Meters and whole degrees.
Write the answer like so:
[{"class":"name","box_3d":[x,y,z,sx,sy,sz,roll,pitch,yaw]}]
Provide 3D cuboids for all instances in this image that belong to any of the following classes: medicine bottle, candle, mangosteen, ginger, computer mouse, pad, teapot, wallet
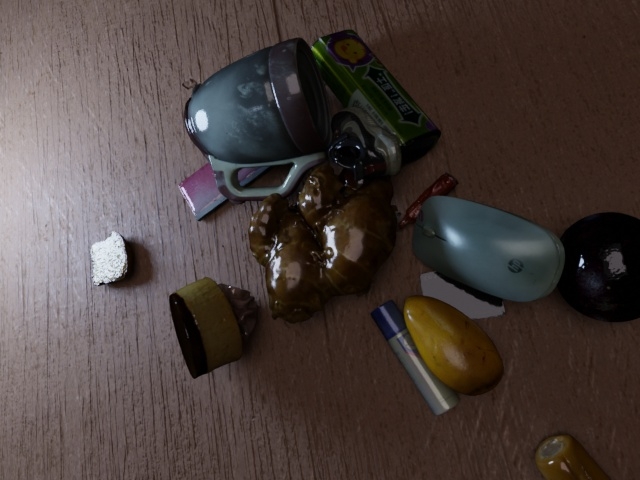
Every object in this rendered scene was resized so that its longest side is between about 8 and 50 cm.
[{"class":"medicine bottle","box_3d":[0.186,0.231,0.846,0.059,0.059,0.231,-34,73,5]},{"class":"candle","box_3d":[0.222,-0.084,0.909,0.162,0.053,0.048,-43,67,5]},{"class":"mangosteen","box_3d":[0.531,0.046,0.727,0.230,0.194,0.194,1,78,36]},{"class":"ginger","box_3d":[0.011,-0.002,0.888,0.357,0.152,0.274,-29,76,8]},{"class":"computer mouse","box_3d":[0.299,0.014,0.796,0.288,0.097,0.160,23,113,33]},{"class":"pad","box_3d":[0.292,0.111,0.874,0.157,0.003,0.112,-11,76,12]},{"class":"teapot","box_3d":[-0.140,-0.241,0.939,0.312,0.233,0.315,-11,103,18]},{"class":"wallet","box_3d":[-0.241,-0.161,1.053,0.232,0.025,0.119,-35,73,5]},{"class":"teapot","box_3d":[0.094,-0.147,0.938,0.129,0.078,0.098,-19,74,10]}]

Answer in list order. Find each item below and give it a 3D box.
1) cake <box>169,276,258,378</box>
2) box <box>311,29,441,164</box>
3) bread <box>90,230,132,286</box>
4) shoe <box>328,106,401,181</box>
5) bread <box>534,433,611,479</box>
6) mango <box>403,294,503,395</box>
[{"class":"cake","box_3d":[-0.215,0.178,0.908,0.178,0.185,0.208,-12,50,-26]},{"class":"box","box_3d":[0.117,-0.324,0.953,0.134,0.097,0.346,-26,70,-22]},{"class":"bread","box_3d":[-0.532,0.049,1.075,0.126,0.044,0.129,-20,77,17]},{"class":"shoe","box_3d":[0.068,-0.197,0.870,0.112,0.099,0.227,-27,48,-20]},{"class":"bread","box_3d":[0.477,0.456,0.719,0.092,0.074,0.239,-40,72,8]},{"class":"mango","box_3d":[0.244,0.189,0.797,0.219,0.144,0.112,49,127,18]}]
